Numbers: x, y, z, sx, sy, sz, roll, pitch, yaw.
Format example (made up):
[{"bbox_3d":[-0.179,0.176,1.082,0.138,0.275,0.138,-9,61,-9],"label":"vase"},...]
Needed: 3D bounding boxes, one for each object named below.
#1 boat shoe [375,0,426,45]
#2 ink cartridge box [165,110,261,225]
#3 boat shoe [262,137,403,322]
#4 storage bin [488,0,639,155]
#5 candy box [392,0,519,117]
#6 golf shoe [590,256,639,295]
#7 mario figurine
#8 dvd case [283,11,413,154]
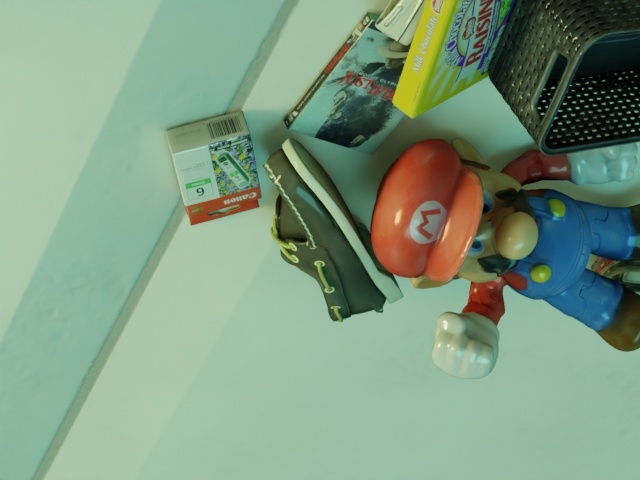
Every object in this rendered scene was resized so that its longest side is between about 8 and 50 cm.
[{"bbox_3d":[0.071,-0.190,1.220,0.035,0.035,0.100,25,120,-9],"label":"boat shoe"},{"bbox_3d":[-0.080,-0.047,1.326,0.062,0.029,0.115,-15,140,-5],"label":"ink cartridge box"},{"bbox_3d":[0.000,0.000,1.373,0.068,0.081,0.228,-29,143,6],"label":"boat shoe"},{"bbox_3d":[0.233,-0.144,1.276,0.180,0.084,0.122,-9,141,-27],"label":"storage bin"},{"bbox_3d":[0.118,-0.186,1.213,0.105,0.027,0.206,-28,150,-36],"label":"candy box"},{"bbox_3d":[0.326,0.073,1.588,0.186,0.086,0.067,23,123,-41],"label":"golf shoe"},{"bbox_3d":[0.181,0.008,1.377,0.320,0.198,0.170,14,143,-39],"label":"mario figurine"},{"bbox_3d":[0.038,-0.119,1.304,0.087,0.013,0.119,15,128,-35],"label":"dvd case"}]
